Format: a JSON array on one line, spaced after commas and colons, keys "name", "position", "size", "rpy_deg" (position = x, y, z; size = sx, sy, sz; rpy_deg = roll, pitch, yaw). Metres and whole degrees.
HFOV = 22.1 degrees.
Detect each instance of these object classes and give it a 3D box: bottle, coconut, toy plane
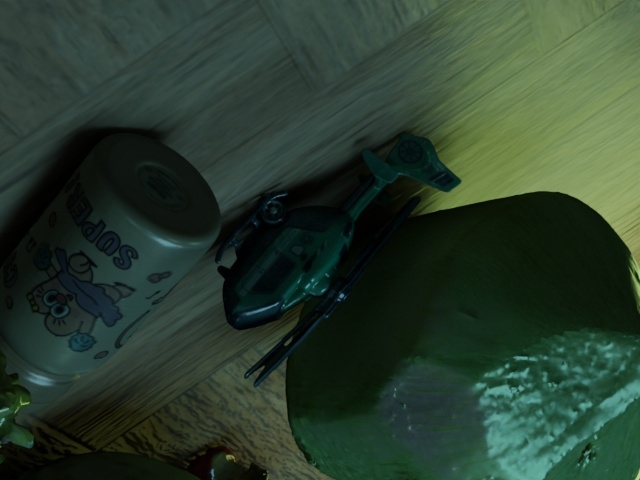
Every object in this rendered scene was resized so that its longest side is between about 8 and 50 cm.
[{"name": "bottle", "position": [-0.164, 0.032, 1.074], "size": [0.110, 0.097, 0.209], "rpy_deg": [-1, 141, -51]}, {"name": "coconut", "position": [0.141, 0.102, 1.339], "size": [0.328, 0.281, 0.328], "rpy_deg": [11, 160, 4]}, {"name": "toy plane", "position": [0.000, 0.000, 1.237], "size": [0.235, 0.096, 0.060], "rpy_deg": [-47, 163, -15]}]

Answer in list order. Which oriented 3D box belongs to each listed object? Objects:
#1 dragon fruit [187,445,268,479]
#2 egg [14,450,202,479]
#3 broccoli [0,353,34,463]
[{"name": "dragon fruit", "position": [-0.095, 0.295, 1.634], "size": [0.262, 0.134, 0.211], "rpy_deg": [8, 131, -5]}, {"name": "egg", "position": [-0.172, 0.381, 1.411], "size": [0.345, 0.345, 0.428], "rpy_deg": [-25, 125, -19]}, {"name": "broccoli", "position": [-0.258, 0.010, 0.833], "size": [0.397, 0.275, 0.353], "rpy_deg": [-52, 176, -8]}]
